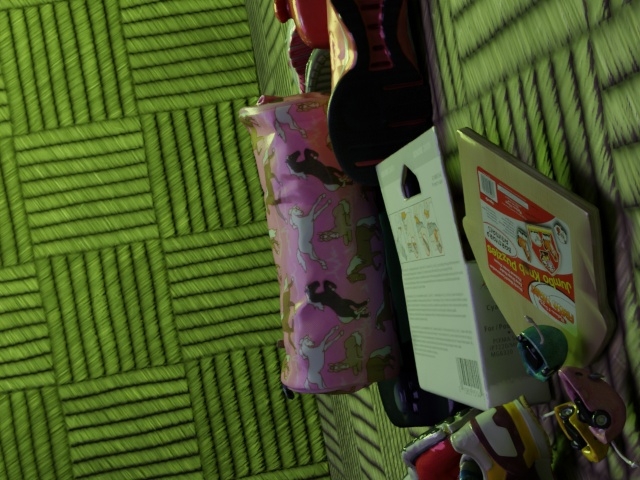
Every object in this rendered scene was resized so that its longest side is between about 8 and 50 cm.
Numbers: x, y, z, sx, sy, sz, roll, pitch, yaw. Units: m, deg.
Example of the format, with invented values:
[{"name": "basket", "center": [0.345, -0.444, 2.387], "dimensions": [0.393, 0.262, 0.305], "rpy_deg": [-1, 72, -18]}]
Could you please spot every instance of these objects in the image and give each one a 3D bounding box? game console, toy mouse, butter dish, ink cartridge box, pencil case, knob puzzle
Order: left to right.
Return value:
[{"name": "butter dish", "center": [-0.001, -0.298, 1.435], "dimensions": [0.160, 0.118, 0.160], "rpy_deg": [-30, -70, -75]}, {"name": "pencil case", "center": [0.000, 0.000, 1.451], "dimensions": [0.160, 0.167, 0.386], "rpy_deg": [-21, -76, -72]}, {"name": "game console", "center": [0.099, 0.049, 1.492], "dimensions": [0.342, 0.060, 0.386], "rpy_deg": [122, 137, -80]}, {"name": "ink cartridge box", "center": [0.135, 0.029, 1.153], "dimensions": [0.296, 0.066, 0.261], "rpy_deg": [158, 102, -82]}, {"name": "knob puzzle", "center": [0.176, 0.020, 0.912], "dimensions": [0.213, 0.030, 0.213], "rpy_deg": [55, 159, 33]}, {"name": "toy mouse", "center": [0.189, 0.105, 0.860], "dimensions": [0.143, 0.031, 0.161], "rpy_deg": [63, 172, -22]}]

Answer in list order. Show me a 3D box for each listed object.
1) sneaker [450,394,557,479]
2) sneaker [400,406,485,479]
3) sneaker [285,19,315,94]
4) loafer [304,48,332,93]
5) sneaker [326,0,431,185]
[{"name": "sneaker", "center": [0.165, 0.215, 1.020], "dimensions": [0.069, 0.084, 0.185], "rpy_deg": [-113, 1, -54]}, {"name": "sneaker", "center": [0.161, 0.275, 1.289], "dimensions": [0.118, 0.107, 0.279], "rpy_deg": [54, 164, 28]}, {"name": "sneaker", "center": [-0.009, -0.288, 1.681], "dimensions": [0.252, 0.103, 0.111], "rpy_deg": [93, 163, -59]}, {"name": "loafer", "center": [0.017, -0.185, 1.655], "dimensions": [0.087, 0.094, 0.251], "rpy_deg": [-115, 15, -48]}, {"name": "sneaker", "center": [0.065, -0.220, 1.307], "dimensions": [0.136, 0.116, 0.313], "rpy_deg": [-80, -13, -68]}]
